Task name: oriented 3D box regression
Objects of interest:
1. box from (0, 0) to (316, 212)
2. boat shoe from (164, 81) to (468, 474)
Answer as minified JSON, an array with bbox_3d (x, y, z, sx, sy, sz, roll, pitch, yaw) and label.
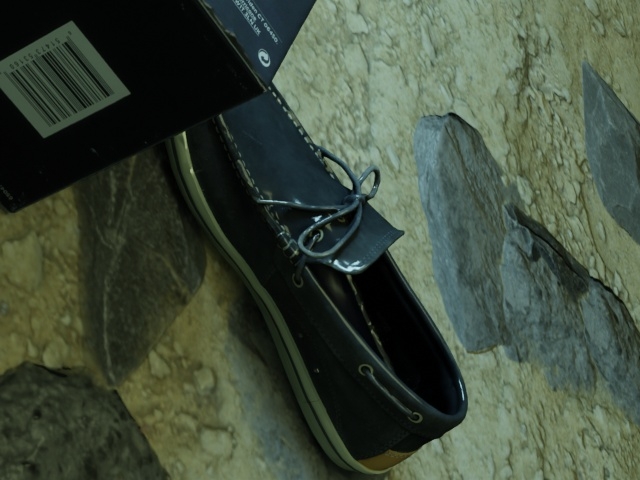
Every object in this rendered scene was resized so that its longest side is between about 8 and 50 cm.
[{"bbox_3d":[-0.155,-0.214,1.184,0.183,0.296,0.294,52,37,-24],"label":"box"},{"bbox_3d":[0.000,0.000,1.428,0.187,0.156,0.500,-36,102,-54],"label":"boat shoe"}]
